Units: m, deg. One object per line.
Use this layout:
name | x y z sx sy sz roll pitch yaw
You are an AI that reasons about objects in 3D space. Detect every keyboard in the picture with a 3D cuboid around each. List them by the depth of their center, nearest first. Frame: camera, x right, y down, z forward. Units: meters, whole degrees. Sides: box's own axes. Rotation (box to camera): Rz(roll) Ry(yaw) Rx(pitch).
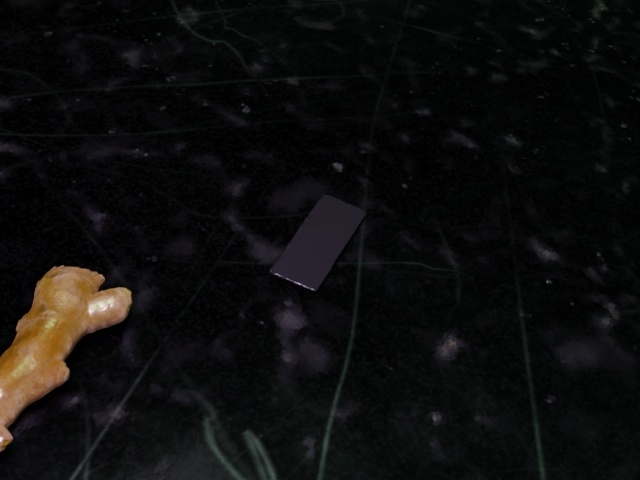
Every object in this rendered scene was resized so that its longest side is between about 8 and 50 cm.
keyboard | 0.000 0.001 1.239 0.074 0.015 0.196 26 45 8

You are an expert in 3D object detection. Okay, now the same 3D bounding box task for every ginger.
ginger | -0.337 0.136 0.980 0.118 0.065 0.299 21 46 15
